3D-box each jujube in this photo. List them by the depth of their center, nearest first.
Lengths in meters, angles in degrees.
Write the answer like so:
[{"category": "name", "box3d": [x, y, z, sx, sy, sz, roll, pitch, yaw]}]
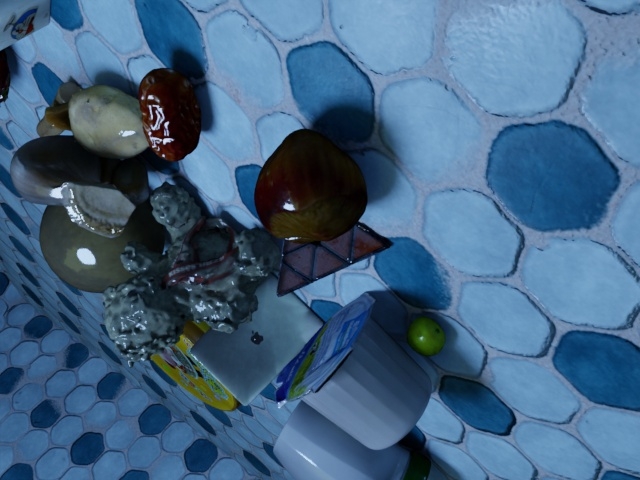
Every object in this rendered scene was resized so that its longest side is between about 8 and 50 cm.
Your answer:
[{"category": "jujube", "box3d": [-0.267, -0.226, 1.075, 0.176, 0.109, 0.112, 96, 153, -52]}]

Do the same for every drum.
[{"category": "drum", "box3d": [-0.314, 0.245, 1.606, 0.431, 0.214, 0.431, 28, 145, 22]}]

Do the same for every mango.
[{"category": "mango", "box3d": [0.192, 0.181, 1.107, 0.073, 0.056, 0.108, 44, 161, 7]}]

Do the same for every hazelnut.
[{"category": "hazelnut", "box3d": [-0.015, -0.083, 0.923, 0.178, 0.178, 0.204, 34, 175, 16]}]

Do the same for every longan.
[{"category": "longan", "box3d": [-0.541, -0.010, 1.490, 0.297, 0.297, 0.297, 29, 146, 22]}]

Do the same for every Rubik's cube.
[{"category": "Rubik's cube", "box3d": [0.000, 0.000, 1.119, 0.178, 0.211, 0.190, 79, 171, -72]}]

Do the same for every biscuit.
[{"category": "biscuit", "box3d": [-0.553, -0.279, 1.360, 0.140, 0.023, 0.118, 10, 160, -13]}]

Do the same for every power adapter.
[{"category": "power adapter", "box3d": [-0.650, -0.446, 1.160, 0.125, 0.205, 0.130, 46, 151, -5]}]

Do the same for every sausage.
[{"category": "sausage", "box3d": [-0.638, -0.304, 1.457, 0.066, 0.066, 0.301, 53, 149, -15]}]

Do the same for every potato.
[{"category": "potato", "box3d": [-0.434, -0.237, 1.242, 0.235, 0.128, 0.161, 25, 146, 18]}]

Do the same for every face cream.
[{"category": "face cream", "box3d": [0.072, 0.552, 1.499, 0.357, 0.219, 0.312, 29, 175, 10]}]

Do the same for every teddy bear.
[{"category": "teddy bear", "box3d": [-0.305, 0.096, 1.276, 0.357, 0.367, 0.224, 30, 152, 23]}]

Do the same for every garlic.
[{"category": "garlic", "box3d": [-0.515, -0.132, 1.291, 0.132, 0.279, 0.325, -65, 33, 18]}]

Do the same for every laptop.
[{"category": "laptop", "box3d": [-0.146, 0.224, 1.374, 0.187, 0.269, 0.015, 44, -178, -1]}]

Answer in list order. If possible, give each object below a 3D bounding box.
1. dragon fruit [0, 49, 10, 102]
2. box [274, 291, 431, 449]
[{"category": "dragon fruit", "box3d": [-0.895, -0.400, 1.401, 0.329, 0.329, 0.329, 29, 146, 22]}, {"category": "box", "box3d": [0.064, 0.278, 1.141, 0.206, 0.262, 0.291, 42, 130, -7]}]
